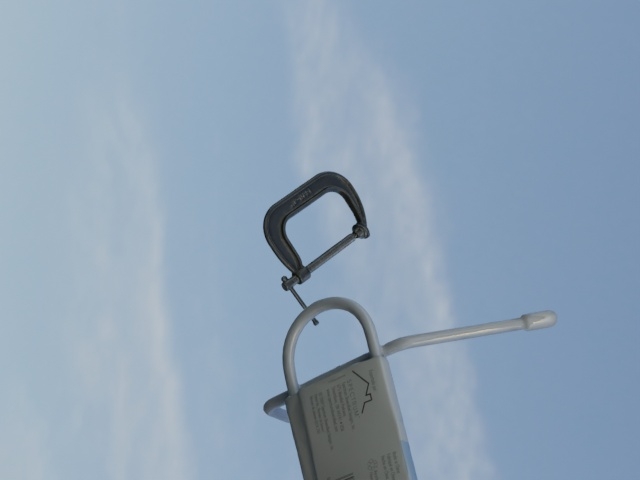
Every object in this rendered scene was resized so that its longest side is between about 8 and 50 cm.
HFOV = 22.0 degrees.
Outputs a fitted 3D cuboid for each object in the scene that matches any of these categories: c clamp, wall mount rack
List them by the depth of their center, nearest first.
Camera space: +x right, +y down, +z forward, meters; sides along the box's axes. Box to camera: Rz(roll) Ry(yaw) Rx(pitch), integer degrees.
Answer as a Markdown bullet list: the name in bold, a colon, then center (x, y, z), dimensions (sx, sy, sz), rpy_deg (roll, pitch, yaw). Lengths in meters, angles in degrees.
- **wall mount rack**: center (0.102, 0.207, 1.618), dimensions (0.304, 0.130, 0.350), rpy_deg (-26, -119, 23)
- **c clamp**: center (0.000, 0.000, 1.918), dimensions (0.137, 0.160, 0.022), rpy_deg (51, -30, -6)
